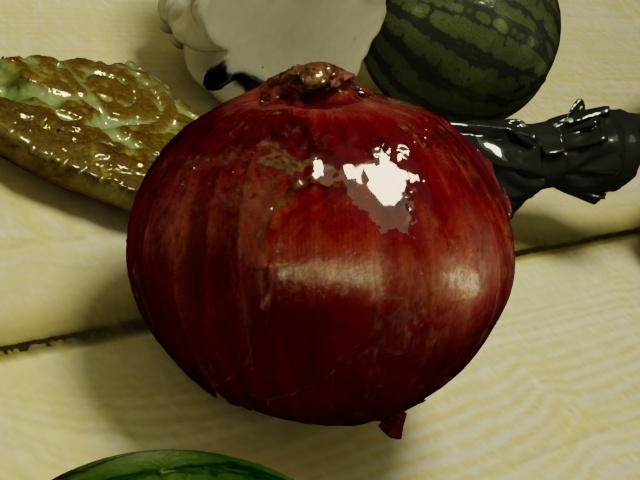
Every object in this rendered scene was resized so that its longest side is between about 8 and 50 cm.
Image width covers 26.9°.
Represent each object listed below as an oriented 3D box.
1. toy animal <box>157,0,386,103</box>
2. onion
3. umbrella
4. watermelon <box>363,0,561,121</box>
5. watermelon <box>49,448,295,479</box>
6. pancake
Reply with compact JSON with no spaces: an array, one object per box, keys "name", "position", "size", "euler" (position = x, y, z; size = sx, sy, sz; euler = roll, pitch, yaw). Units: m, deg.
[{"name":"toy animal","position":[-0.059,-0.228,1.266],"size":[0.208,0.204,0.156],"euler":[18,11,-43]},{"name":"onion","position":[0.000,0.000,0.942],"size":[0.276,0.276,0.276],"euler":[21,33,-15]},{"name":"umbrella","position":[0.237,-0.086,1.298],"size":[0.340,0.118,0.118],"euler":[-13,48,-18]},{"name":"watermelon","position":[0.143,-0.222,1.403],"size":[0.212,0.212,0.212],"euler":[21,33,-15]},{"name":"watermelon","position":[-0.065,0.213,0.603],"size":[0.242,0.242,0.242],"euler":[21,33,-15]},{"name":"pancake","position":[-0.165,-0.085,1.114],"size":[0.377,0.054,0.197],"euler":[21,35,-19]}]
